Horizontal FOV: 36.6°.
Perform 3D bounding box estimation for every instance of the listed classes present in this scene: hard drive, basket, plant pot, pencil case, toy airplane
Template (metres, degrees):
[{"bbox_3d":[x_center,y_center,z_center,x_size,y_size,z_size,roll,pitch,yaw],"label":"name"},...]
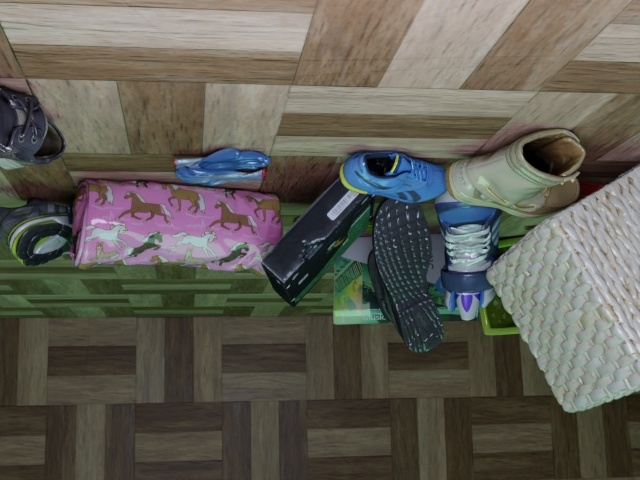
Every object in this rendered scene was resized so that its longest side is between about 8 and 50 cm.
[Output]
[{"bbox_3d":[0.000,0.000,1.767,0.064,0.237,0.339,42,174,9],"label":"hard drive"},{"bbox_3d":[0.502,0.083,1.656,0.266,0.328,0.331,-26,169,-18],"label":"basket"},{"bbox_3d":[0.527,0.108,2.374,0.228,0.227,0.207,-9,173,33],"label":"plant pot"},{"bbox_3d":[-0.255,-0.019,1.755,0.386,0.160,0.167,2,171,-23],"label":"pencil case"},{"bbox_3d":[0.509,-0.085,1.843,0.151,0.028,0.151,0,168,0],"label":"toy airplane"}]

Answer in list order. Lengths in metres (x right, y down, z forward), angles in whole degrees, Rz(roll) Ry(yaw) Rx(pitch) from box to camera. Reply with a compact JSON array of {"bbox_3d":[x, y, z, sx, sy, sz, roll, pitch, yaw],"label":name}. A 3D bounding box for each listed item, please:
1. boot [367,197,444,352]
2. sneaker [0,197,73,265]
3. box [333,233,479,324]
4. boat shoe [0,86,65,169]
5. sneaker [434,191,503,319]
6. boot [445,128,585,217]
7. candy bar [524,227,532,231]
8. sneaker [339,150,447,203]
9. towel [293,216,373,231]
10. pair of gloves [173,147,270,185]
[{"bbox_3d":[0.142,0.047,1.958,0.118,0.338,0.223,-13,-161,-11],"label":"boot"},{"bbox_3d":[-0.493,-0.034,1.830,0.121,0.111,0.300,36,-164,20],"label":"sneaker"},{"bbox_3d":[0.190,0.084,2.197,0.322,0.232,0.058,-3,134,5],"label":"box"},{"bbox_3d":[-0.393,-0.149,1.231,0.092,0.103,0.285,-6,173,-2],"label":"boat shoe"},{"bbox_3d":[0.294,0.032,1.874,0.130,0.236,0.323,-3,169,9],"label":"sneaker"},{"bbox_3d":[0.360,-0.108,1.552,0.262,0.095,0.203,7,165,-28],"label":"boot"},{"bbox_3d":[0.531,0.001,2.165,0.161,0.018,0.040,22,-176,32],"label":"candy bar"},{"bbox_3d":[0.136,-0.107,1.580,0.209,0.069,0.082,5,164,-28],"label":"sneaker"},{"bbox_3d":[0.065,-0.037,2.077,0.237,0.021,0.102,5,173,-34],"label":"towel"},{"bbox_3d":[-0.163,-0.121,1.594,0.159,0.023,0.198,-2,170,-4],"label":"pair of gloves"}]
